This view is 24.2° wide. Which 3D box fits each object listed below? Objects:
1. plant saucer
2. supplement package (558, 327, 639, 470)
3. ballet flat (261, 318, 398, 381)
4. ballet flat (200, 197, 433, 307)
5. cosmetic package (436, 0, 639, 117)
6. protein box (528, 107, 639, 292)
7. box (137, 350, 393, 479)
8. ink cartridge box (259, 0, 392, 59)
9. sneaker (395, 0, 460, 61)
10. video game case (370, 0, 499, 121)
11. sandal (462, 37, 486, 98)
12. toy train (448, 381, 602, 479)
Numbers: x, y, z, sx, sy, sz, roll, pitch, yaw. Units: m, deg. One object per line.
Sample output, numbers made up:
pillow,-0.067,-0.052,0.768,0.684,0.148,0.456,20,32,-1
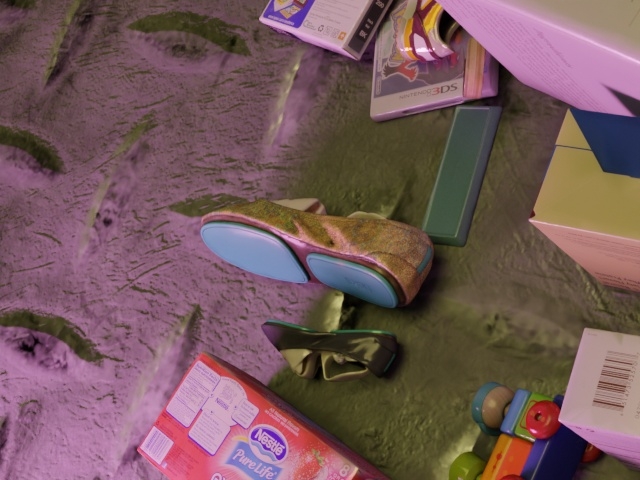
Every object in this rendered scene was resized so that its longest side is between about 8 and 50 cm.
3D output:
plant saucer,0.175,-0.086,1.880,0.067,0.018,0.192,6,71,37
supplement package,0.339,0.172,1.530,0.105,0.179,0.105,7,73,38
ballet flat,0.003,0.140,1.861,0.203,0.074,0.074,4,71,34
ballet flat,0.000,0.000,1.913,0.348,0.123,0.123,14,77,40
cosmetic package,0.370,-0.313,1.647,0.394,0.327,0.329,33,90,42
protein box,0.368,-0.029,1.592,0.200,0.201,0.136,13,76,39
box,-0.055,0.277,1.785,0.300,0.142,0.154,30,88,40
ink cartridge box,0.032,-0.368,2.083,0.206,0.045,0.208,28,88,49
sneaker,0.157,-0.322,1.944,0.084,0.069,0.185,2,79,38
video game case,0.153,-0.266,1.978,0.183,0.023,0.201,-10,63,32
sandal,0.228,-0.291,1.891,0.079,0.088,0.240,5,75,3
toy train,0.196,0.279,1.641,0.143,0.105,0.248,16,79,50
